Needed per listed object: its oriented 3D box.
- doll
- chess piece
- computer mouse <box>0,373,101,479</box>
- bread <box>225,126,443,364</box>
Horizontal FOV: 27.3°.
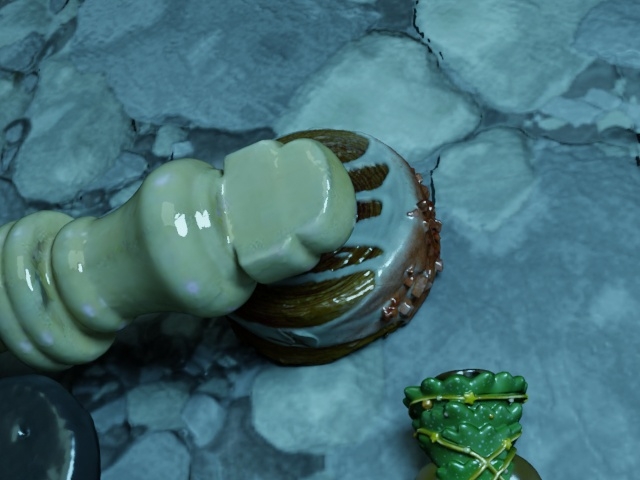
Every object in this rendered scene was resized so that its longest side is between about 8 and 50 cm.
[{"bbox_3d":[0.086,0.121,0.736,0.078,0.076,0.113,-6,52,3],"label":"doll"},{"bbox_3d":[-0.163,0.027,0.807,0.397,0.117,0.117,-19,48,21],"label":"chess piece"},{"bbox_3d":[-0.223,0.203,0.767,0.137,0.086,0.269,32,76,29],"label":"computer mouse"},{"bbox_3d":[0.000,0.000,0.861,0.160,0.073,0.160,-9,50,11],"label":"bread"}]
